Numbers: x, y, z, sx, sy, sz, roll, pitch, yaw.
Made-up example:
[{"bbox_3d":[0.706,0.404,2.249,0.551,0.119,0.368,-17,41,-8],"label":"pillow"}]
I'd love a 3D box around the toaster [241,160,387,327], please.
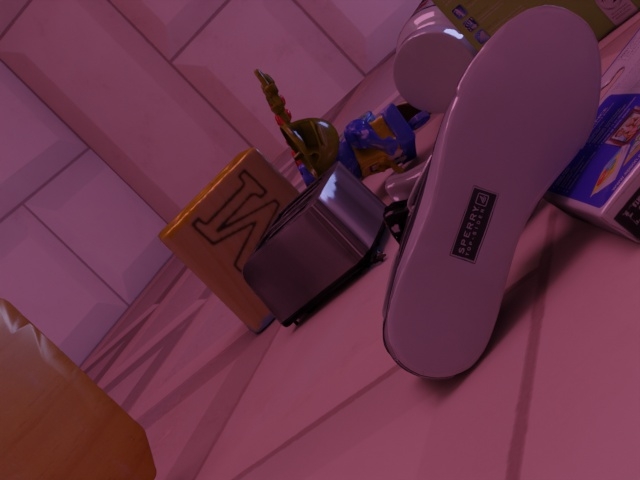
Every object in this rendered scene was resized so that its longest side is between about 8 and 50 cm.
[{"bbox_3d":[0.000,0.000,1.333,0.185,0.110,0.168,-40,11,27],"label":"toaster"}]

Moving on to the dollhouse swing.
[{"bbox_3d":[-0.391,0.281,1.043,0.315,0.347,0.305,-43,10,12],"label":"dollhouse swing"}]

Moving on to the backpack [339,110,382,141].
[{"bbox_3d":[0.087,-0.181,1.838,0.105,0.084,0.114,-32,13,46],"label":"backpack"}]

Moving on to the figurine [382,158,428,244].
[{"bbox_3d":[0.171,-0.067,1.006,0.209,0.092,0.215,-34,10,12],"label":"figurine"}]

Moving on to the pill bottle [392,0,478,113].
[{"bbox_3d":[0.210,-0.316,1.655,0.162,0.162,0.278,-39,11,33],"label":"pill bottle"}]

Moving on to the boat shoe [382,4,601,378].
[{"bbox_3d":[0.125,-0.037,0.809,0.102,0.108,0.301,177,113,-83],"label":"boat shoe"}]

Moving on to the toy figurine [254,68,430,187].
[{"bbox_3d":[0.056,-0.168,1.537,0.217,0.191,0.362,-25,-17,0],"label":"toy figurine"}]

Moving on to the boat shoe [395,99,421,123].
[{"bbox_3d":[0.175,-0.241,1.846,0.135,0.050,0.045,-24,17,39],"label":"boat shoe"}]

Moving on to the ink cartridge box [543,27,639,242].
[{"bbox_3d":[0.257,-0.102,0.792,0.206,0.045,0.208,-52,11,5],"label":"ink cartridge box"}]

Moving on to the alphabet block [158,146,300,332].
[{"bbox_3d":[-0.108,-0.003,1.541,0.193,0.197,0.192,-45,10,-7],"label":"alphabet block"}]

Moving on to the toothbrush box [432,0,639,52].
[{"bbox_3d":[0.249,-0.361,1.304,0.206,0.283,0.122,-38,11,39],"label":"toothbrush box"}]
